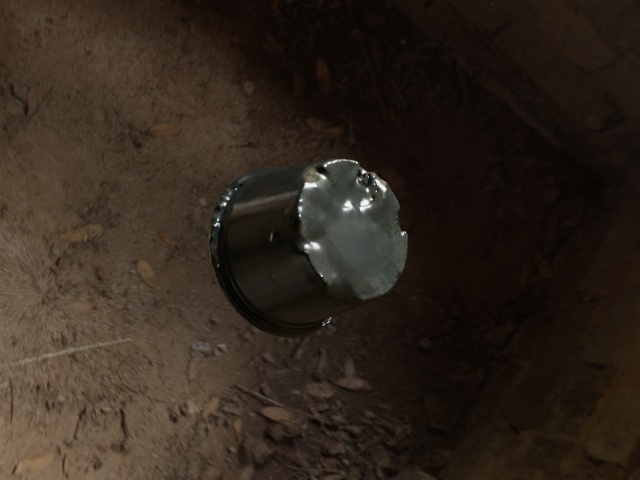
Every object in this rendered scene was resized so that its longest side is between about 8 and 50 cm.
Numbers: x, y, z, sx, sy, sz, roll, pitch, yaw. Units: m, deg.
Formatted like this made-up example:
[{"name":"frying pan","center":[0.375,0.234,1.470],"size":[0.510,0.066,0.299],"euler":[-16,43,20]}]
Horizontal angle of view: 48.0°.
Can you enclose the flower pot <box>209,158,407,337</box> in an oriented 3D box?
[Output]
[{"name":"flower pot","center":[0.000,0.000,0.611],"size":[0.157,0.107,0.157],"euler":[11,72,-39]}]
